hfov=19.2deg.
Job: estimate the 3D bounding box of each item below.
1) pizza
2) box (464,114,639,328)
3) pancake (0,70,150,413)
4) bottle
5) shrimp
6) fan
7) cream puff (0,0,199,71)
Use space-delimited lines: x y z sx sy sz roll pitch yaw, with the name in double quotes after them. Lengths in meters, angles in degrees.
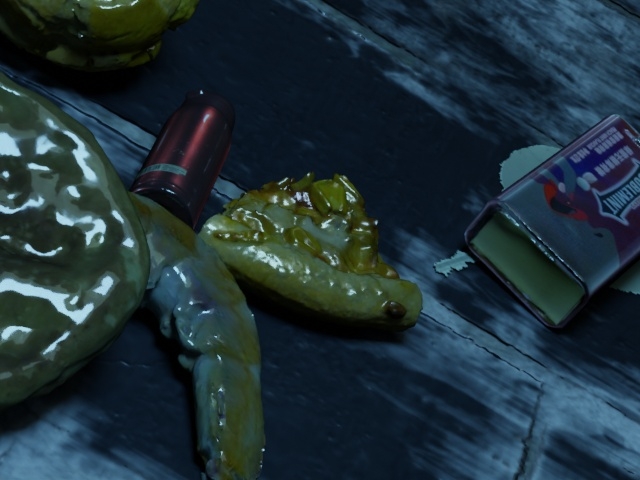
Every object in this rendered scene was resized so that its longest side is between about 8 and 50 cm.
0.000 0.000 1.435 0.182 0.062 0.161 27 34 -5 "pizza"
0.226 -0.020 1.610 0.120 0.069 0.224 45 40 8 "box"
-0.256 -0.007 1.183 0.294 0.049 0.294 8 61 -16 "pancake"
-0.102 -0.058 1.433 0.060 0.060 0.164 28 35 -6 "bottle"
-0.129 0.050 1.291 0.287 0.068 0.185 47 41 5 "shrimp"
0.201 -0.010 1.644 0.329 0.009 0.191 -14 56 -46 "fan"
-0.187 -0.208 1.489 0.189 0.129 0.189 14 46 -15 "cream puff"
